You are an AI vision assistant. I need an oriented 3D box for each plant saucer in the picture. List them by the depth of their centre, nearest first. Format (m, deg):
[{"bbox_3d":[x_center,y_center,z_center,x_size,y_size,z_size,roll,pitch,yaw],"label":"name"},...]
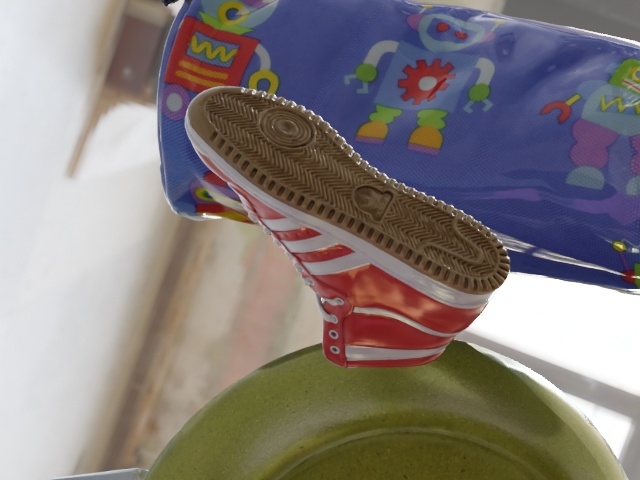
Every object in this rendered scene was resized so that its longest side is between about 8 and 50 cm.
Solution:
[{"bbox_3d":[0.031,0.160,0.739,0.037,0.241,0.241,-143,-107,-77],"label":"plant saucer"}]

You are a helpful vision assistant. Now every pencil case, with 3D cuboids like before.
[{"bbox_3d":[0.073,-0.050,0.795,0.119,0.306,0.133,65,41,-55],"label":"pencil case"}]

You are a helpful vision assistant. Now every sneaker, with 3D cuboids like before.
[{"bbox_3d":[0.000,0.000,0.588,0.042,0.118,0.067,-53,174,-40],"label":"sneaker"}]

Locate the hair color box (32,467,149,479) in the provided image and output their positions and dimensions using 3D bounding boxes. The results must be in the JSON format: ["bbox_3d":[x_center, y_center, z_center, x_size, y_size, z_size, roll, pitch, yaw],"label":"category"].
[{"bbox_3d":[-0.003,0.252,1.019,0.374,0.114,0.185,17,69,-41],"label":"hair color box"}]
